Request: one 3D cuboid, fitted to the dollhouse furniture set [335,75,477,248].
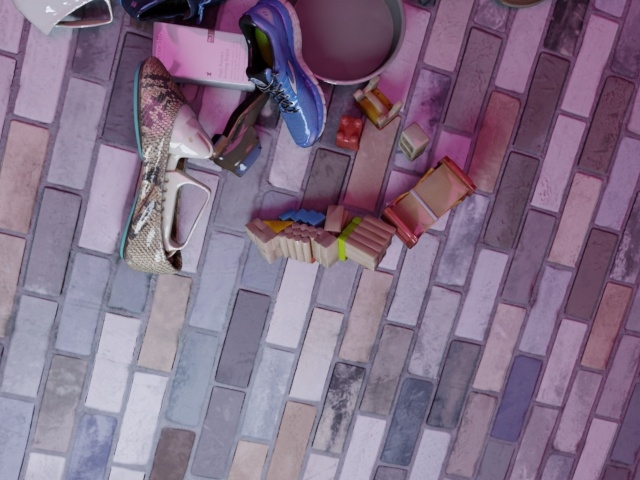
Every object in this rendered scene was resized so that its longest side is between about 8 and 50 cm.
[{"bbox_3d":[0.179,-0.186,1.201,0.201,0.152,0.374,-40,84,-1],"label":"dollhouse furniture set"}]

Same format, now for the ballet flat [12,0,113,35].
[{"bbox_3d":[-0.461,-0.558,1.064,0.401,0.139,0.139,-20,100,-1],"label":"ballet flat"}]

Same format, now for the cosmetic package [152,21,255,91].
[{"bbox_3d":[-0.263,-0.419,1.119,0.231,0.085,0.117,3,97,-9],"label":"cosmetic package"}]

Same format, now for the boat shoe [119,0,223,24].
[{"bbox_3d":[-0.302,-0.520,1.066,0.258,0.109,0.089,-27,76,-22],"label":"boat shoe"}]

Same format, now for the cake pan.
[{"bbox_3d":[0.052,-0.507,1.146,0.293,0.054,0.293,0,91,-2],"label":"cake pan"}]

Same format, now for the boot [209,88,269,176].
[{"bbox_3d":[-0.174,-0.259,1.170,0.219,0.082,0.106,-50,121,-1],"label":"boot"}]

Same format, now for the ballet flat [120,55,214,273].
[{"bbox_3d":[-0.329,-0.146,1.089,0.182,0.164,0.482,13,106,3],"label":"ballet flat"}]

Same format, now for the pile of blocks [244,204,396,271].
[{"bbox_3d":[0.000,0.000,1.206,0.363,0.112,0.148,7,53,9],"label":"pile of blocks"}]

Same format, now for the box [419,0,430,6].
[{"bbox_3d":[0.228,-0.717,1.114,0.270,0.143,0.165,44,89,-10],"label":"box"}]

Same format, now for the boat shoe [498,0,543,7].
[{"bbox_3d":[0.585,-0.661,1.184,0.325,0.116,0.123,-17,100,-5],"label":"boat shoe"}]

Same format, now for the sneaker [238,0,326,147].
[{"bbox_3d":[-0.096,-0.355,1.084,0.147,0.130,0.329,-43,122,-36],"label":"sneaker"}]
